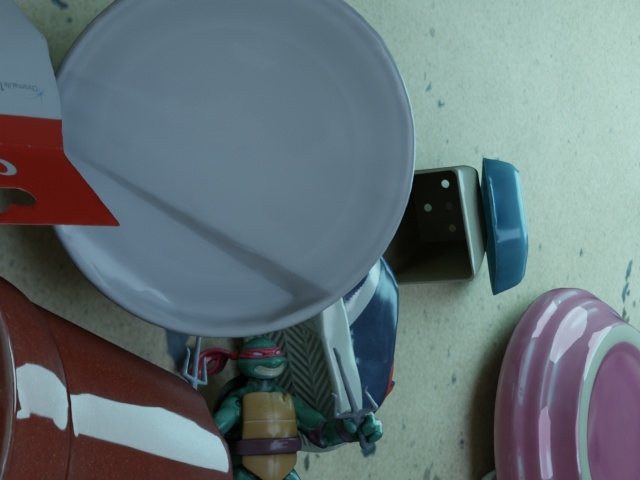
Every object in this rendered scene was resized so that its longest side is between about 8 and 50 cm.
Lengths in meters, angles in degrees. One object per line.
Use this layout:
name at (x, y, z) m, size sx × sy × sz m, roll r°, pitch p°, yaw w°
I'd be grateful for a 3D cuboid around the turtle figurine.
turtle figurine at (-0.039, 0.164, 1.158) m, size 0.175 × 0.118 × 0.234 m, roll -3°, pitch 87°, yaw -13°

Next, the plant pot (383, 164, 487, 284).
plant pot at (0.108, -0.023, 1.384) m, size 0.096 × 0.109 × 0.109 m, roll -29°, pitch 112°, yaw -59°

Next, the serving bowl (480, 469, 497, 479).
serving bowl at (0.184, 0.283, 1.521) m, size 0.083 × 0.027 × 0.083 m, roll 0°, pitch 90°, yaw -50°

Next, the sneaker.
sneaker at (0.000, 0.000, 1.249) m, size 0.148 × 0.131 × 0.350 m, roll -22°, pitch 112°, yaw -54°

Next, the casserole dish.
casserole dish at (0.185, -0.014, 1.444) m, size 0.188 × 0.037 × 0.114 m, roll 76°, pitch 9°, yaw -71°

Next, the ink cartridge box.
ink cartridge box at (-0.242, -0.103, 0.896) m, size 0.189 × 0.232 × 0.066 m, roll 0°, pitch 125°, yaw -50°

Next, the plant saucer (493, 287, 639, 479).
plant saucer at (0.305, 0.217, 1.595) m, size 0.332 × 0.084 × 0.332 m, roll 6°, pitch 82°, yaw -55°

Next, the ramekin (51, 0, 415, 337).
ramekin at (-0.070, -0.071, 1.070) m, size 0.273 × 0.127 × 0.272 m, roll -1°, pitch 102°, yaw -5°

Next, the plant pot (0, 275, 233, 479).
plant pot at (-0.208, 0.151, 0.908) m, size 0.265 × 0.272 × 0.272 m, roll 29°, pitch 68°, yaw -54°
